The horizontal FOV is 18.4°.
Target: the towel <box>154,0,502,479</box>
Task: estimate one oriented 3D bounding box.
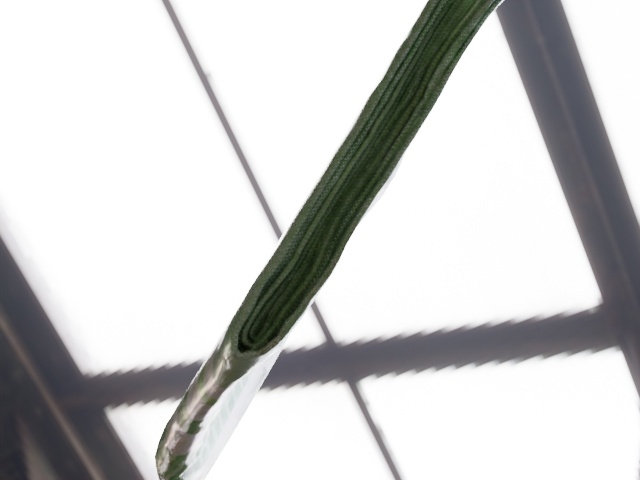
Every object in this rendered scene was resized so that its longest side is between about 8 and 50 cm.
[{"bbox_3d":[0.000,0.000,0.976,0.248,0.038,0.325,-58,-179,-21],"label":"towel"}]
